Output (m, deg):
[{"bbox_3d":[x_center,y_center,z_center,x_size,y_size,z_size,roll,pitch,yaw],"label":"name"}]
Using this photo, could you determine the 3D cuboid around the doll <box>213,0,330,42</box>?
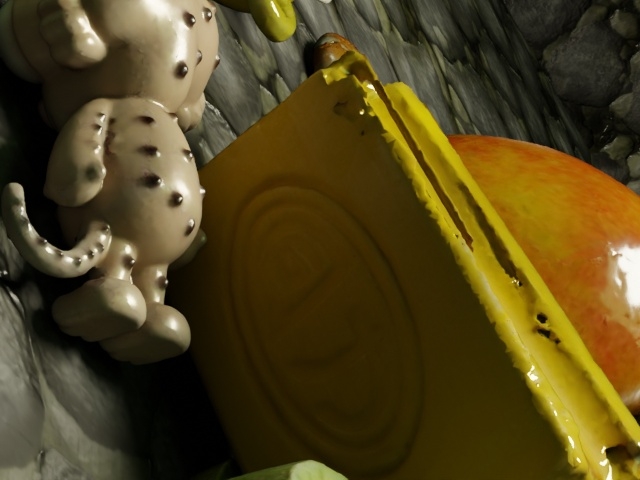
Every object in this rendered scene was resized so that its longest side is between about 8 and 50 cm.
[{"bbox_3d":[-0.098,-0.342,1.397,0.423,0.161,0.348,60,11,3],"label":"doll"}]

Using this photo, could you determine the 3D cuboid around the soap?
[{"bbox_3d":[0.030,0.059,1.004,0.096,0.204,0.324,28,27,-52],"label":"soap"}]

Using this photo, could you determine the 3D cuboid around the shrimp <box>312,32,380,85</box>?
[{"bbox_3d":[0.074,-0.076,1.711,0.222,0.054,0.290,41,25,-56],"label":"shrimp"}]

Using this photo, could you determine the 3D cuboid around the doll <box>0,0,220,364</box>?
[{"bbox_3d":[-0.123,-0.066,0.997,0.154,0.119,0.278,45,35,-46],"label":"doll"}]

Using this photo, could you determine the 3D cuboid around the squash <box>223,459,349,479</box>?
[{"bbox_3d":[-0.029,0.190,0.839,0.170,0.123,0.170,48,23,-28],"label":"squash"}]

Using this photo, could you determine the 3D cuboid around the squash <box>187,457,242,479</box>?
[{"bbox_3d":[-0.013,0.230,1.003,0.219,0.041,0.219,55,18,-28],"label":"squash"}]

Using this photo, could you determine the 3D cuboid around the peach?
[{"bbox_3d":[0.112,0.066,1.202,0.332,0.308,0.308,29,-8,36],"label":"peach"}]
